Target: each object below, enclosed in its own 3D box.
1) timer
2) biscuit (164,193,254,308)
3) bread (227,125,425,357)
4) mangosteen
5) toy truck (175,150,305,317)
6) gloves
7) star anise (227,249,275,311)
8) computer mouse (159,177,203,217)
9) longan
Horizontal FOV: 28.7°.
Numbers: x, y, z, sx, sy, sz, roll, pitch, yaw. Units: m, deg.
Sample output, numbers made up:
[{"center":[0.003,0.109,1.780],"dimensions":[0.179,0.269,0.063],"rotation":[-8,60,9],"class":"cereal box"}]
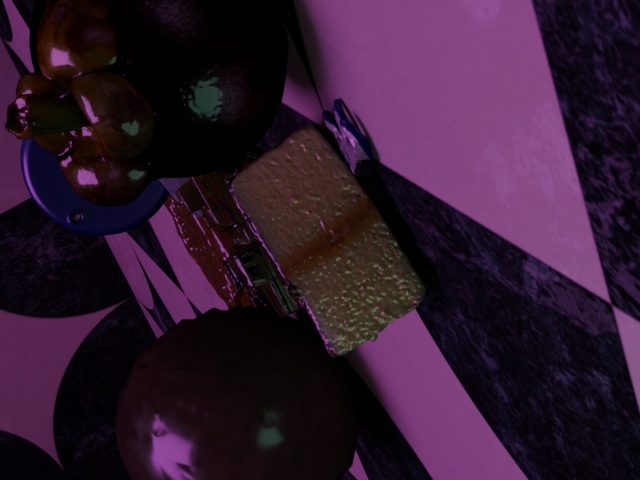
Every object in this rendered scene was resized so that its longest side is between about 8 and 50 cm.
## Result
[{"center":[-0.405,-0.181,2.332],"dimensions":[0.270,0.270,0.383],"rotation":[63,180,-16],"class":"timer"},{"center":[-0.210,0.010,2.381],"dimensions":[0.359,0.046,0.359],"rotation":[53,166,20],"class":"biscuit"},{"center":[0.000,0.000,1.439],"dimensions":[0.240,0.135,0.178],"rotation":[56,175,-4],"class":"bread"},{"center":[-0.180,-0.184,1.362],"dimensions":[0.297,0.297,0.313],"rotation":[121,159,-74],"class":"mangosteen"},{"center":[-0.093,-0.003,1.797],"dimensions":[0.257,0.127,0.127],"rotation":[56,165,-2],"class":"toy truck"},{"center":[0.030,-0.112,1.352],"dimensions":[0.086,0.026,0.064],"rotation":[57,165,30],"class":"gloves"},{"center":[-0.115,0.097,2.188],"dimensions":[0.097,0.070,0.190],"rotation":[27,147,61],"class":"star anise"},{"center":[-0.252,-0.167,2.060],"dimensions":[0.288,0.097,0.159],"rotation":[51,166,-14],"class":"computer mouse"},{"center":[-0.126,0.279,1.992],"dimensions":[0.391,0.391,0.391],"rotation":[53,165,22],"class":"longan"}]
